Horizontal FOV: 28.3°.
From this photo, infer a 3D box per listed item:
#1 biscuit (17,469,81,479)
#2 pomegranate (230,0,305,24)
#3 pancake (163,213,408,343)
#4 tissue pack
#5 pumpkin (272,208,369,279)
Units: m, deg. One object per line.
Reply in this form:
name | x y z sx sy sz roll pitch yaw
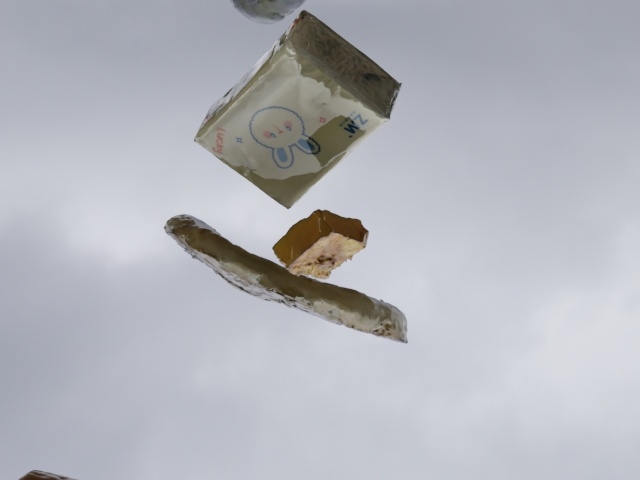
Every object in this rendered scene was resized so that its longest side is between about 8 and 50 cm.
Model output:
biscuit | -0.233 0.279 0.932 0.306 0.284 0.043 -29 179 5
pomegranate | -0.083 -0.387 1.844 0.163 0.138 0.125 23 -130 -46
pancake | -0.047 0.051 1.615 0.356 0.065 0.356 23 179 0
tissue pack | -0.026 -0.144 1.434 0.148 0.196 0.092 35 -140 -17
pumpkin | 0.000 0.000 1.390 0.074 0.083 0.054 18 -137 -45
